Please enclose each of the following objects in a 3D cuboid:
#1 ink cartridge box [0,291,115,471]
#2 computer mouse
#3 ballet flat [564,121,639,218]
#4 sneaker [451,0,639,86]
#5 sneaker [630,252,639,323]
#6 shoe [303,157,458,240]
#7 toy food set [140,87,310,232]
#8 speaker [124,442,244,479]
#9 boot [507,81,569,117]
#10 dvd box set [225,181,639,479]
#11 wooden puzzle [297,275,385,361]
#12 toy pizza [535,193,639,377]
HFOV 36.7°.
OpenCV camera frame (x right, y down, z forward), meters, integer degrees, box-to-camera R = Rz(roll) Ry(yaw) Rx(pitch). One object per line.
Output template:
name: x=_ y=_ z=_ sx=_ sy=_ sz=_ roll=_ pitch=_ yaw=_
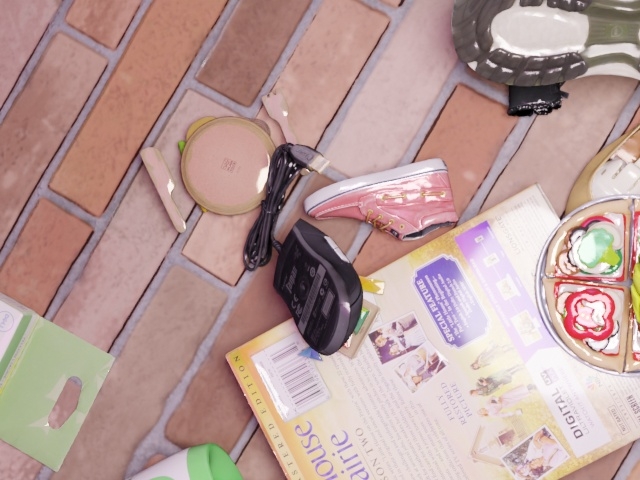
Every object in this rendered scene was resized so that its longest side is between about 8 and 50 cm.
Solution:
ink cartridge box: x=-0.404 y=0.167 z=1.224 sx=0.235 sy=0.056 sz=0.171 roll=27 pitch=90 yaw=14
computer mouse: x=0.000 y=0.000 z=1.083 sx=0.060 sy=0.262 sz=0.184 roll=5 pitch=113 yaw=-30
ballet flat: x=0.362 y=-0.095 z=1.092 sx=0.080 sy=0.073 sz=0.232 roll=40 pitch=93 yaw=10
sneaker: x=0.355 y=-0.255 z=1.053 sx=0.410 sy=0.182 sz=0.158 roll=9 pitch=124 yaw=8
sneaker: x=0.439 y=0.107 z=0.960 sx=0.123 sy=0.109 sz=0.295 roll=-32 pitch=60 yaw=-32
shoe: x=0.072 y=-0.035 z=1.145 sx=0.178 sy=0.063 sz=0.081 roll=-15 pitch=78 yaw=5
toy food set: x=-0.113 y=-0.097 z=1.204 sx=0.192 sy=0.038 sz=0.132 roll=-23 pitch=89 yaw=3
speaker: x=-0.232 y=0.355 z=1.139 sx=0.297 sy=0.131 sz=0.131 roll=-29 pitch=81 yaw=7
boot: x=0.228 y=-0.196 z=1.140 sx=0.121 sy=0.045 sz=0.099 roll=-5 pitch=81 yaw=4
dvd box set: x=0.141 y=0.167 z=1.118 sx=0.420 sy=0.062 sz=0.307 roll=-30 pitch=81 yaw=7
wooden puzzle: x=0.023 y=0.089 z=1.107 sx=0.079 sy=0.014 sz=0.116 roll=21 pitch=89 yaw=12
toy pizza: x=0.336 y=0.048 z=1.047 sx=0.201 sy=0.032 sz=0.201 roll=-1 pitch=84 yaw=7
